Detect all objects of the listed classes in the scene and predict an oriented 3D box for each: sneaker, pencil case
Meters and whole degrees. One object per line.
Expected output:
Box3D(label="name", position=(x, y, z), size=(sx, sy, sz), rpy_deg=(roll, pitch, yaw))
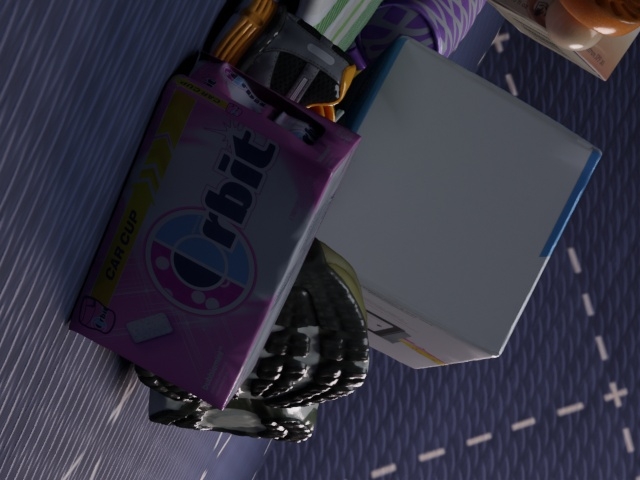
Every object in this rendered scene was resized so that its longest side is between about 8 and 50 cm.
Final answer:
Box3D(label="sneaker", position=(-0.055, 0.029, 1.408), size=(0.410, 0.158, 0.182), rpy_deg=(125, -30, -72))
Box3D(label="pencil case", position=(0.094, -0.210, 1.783), size=(0.088, 0.086, 0.206), rpy_deg=(-25, -166, 31))
Box3D(label="sneaker", position=(-0.035, -0.072, 1.225), size=(0.084, 0.083, 0.215), rpy_deg=(-62, 177, -24))

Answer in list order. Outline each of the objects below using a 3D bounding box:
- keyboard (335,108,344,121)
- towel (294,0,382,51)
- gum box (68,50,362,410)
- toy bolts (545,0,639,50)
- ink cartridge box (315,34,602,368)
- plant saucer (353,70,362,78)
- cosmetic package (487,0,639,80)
Box3D(label="keyboard", position=(-0.050, -0.037, 1.391), size=(0.072, 0.014, 0.256), rpy_deg=(-21, -166, 26))
Box3D(label="towel", position=(0.036, -0.230, 1.369), size=(0.248, 0.038, 0.325), rpy_deg=(-56, 174, -39))
Box3D(label="gum box", position=(-0.062, -0.008, 1.146), size=(0.188, 0.107, 0.062), rpy_deg=(-65, 174, 28))
Box3D(label="toy bolts", position=(0.200, -0.283, 1.836), size=(0.218, 0.228, 0.158), rpy_deg=(-15, 153, -48))
Box3D(label="ink cartridge box", position=(0.077, -0.022, 1.682), size=(0.198, 0.197, 0.270), rpy_deg=(-62, -173, -10))
Box3D(label="plant saucer", position=(0.000, 0.000, 1.968), size=(0.332, 0.081, 0.333), rpy_deg=(-61, 176, -6))
Box3D(label="cosmetic package", position=(0.307, -0.332, 2.006), size=(0.296, 0.129, 0.153), rpy_deg=(-58, 151, 4))
